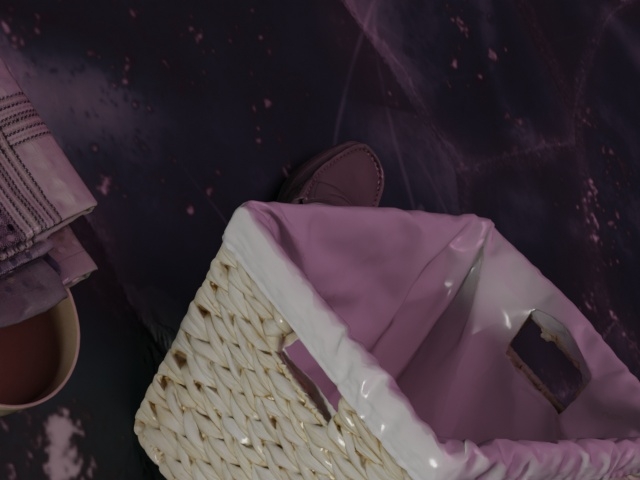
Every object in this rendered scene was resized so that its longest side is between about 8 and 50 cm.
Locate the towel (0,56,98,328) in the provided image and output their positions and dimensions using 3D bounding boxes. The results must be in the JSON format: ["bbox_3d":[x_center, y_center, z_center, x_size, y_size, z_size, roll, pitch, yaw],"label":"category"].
[{"bbox_3d":[-0.328,-0.065,1.315,0.312,0.056,0.324,-29,89,-52],"label":"towel"}]

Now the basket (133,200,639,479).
[{"bbox_3d":[0.067,0.164,1.540,0.331,0.266,0.328,4,36,-44],"label":"basket"}]

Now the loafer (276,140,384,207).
[{"bbox_3d":[0.000,0.000,1.769,0.112,0.111,0.319,51,41,-19],"label":"loafer"}]

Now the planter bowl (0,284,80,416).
[{"bbox_3d":[-0.287,0.074,1.404,0.162,0.109,0.162,26,50,-35],"label":"planter bowl"}]
